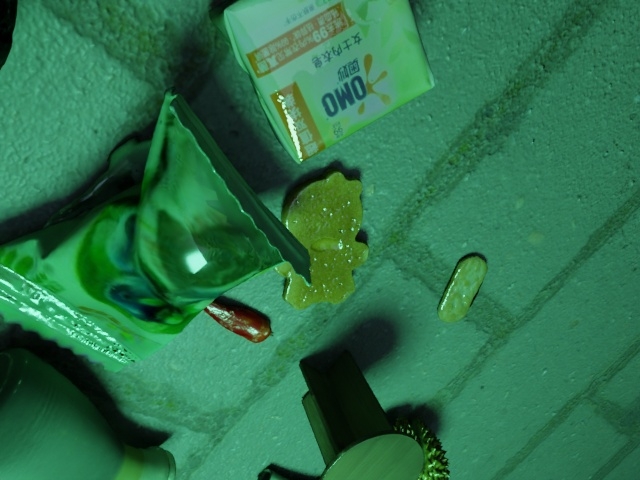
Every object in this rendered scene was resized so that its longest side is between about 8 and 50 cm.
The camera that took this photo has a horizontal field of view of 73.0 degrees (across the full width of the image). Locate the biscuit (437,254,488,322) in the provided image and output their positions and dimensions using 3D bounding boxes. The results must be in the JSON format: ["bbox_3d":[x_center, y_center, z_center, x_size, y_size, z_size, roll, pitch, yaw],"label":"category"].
[{"bbox_3d":[0.269,0.095,0.821,0.071,0.018,0.147,11,112,-21],"label":"biscuit"}]

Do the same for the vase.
[{"bbox_3d":[-0.363,0.305,0.627,0.173,0.173,0.321,-36,127,0],"label":"vase"}]

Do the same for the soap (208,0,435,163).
[{"bbox_3d":[0.003,-0.223,0.507,0.199,0.138,0.182,-31,121,-4],"label":"soap"}]

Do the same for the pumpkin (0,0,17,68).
[{"bbox_3d":[-0.410,-0.218,0.304,0.322,0.241,0.324,-7,114,-16],"label":"pumpkin"}]

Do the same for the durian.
[{"bbox_3d":[0.178,0.497,0.886,0.193,0.137,0.238,-30,136,-47],"label":"durian"}]

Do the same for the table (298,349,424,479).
[{"bbox_3d":[0.042,0.298,0.717,0.166,0.227,0.167,-7,115,-16],"label":"table"}]

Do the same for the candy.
[{"bbox_3d":[-0.231,0.033,0.539,0.397,0.172,0.263,-34,117,13],"label":"candy"}]

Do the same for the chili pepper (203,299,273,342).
[{"bbox_3d":[-0.140,0.120,0.684,0.178,0.027,0.045,38,99,-28],"label":"chili pepper"}]

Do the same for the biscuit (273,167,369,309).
[{"bbox_3d":[0.000,0.000,0.672,0.165,0.036,0.226,-7,114,-17],"label":"biscuit"}]

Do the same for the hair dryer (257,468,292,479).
[{"bbox_3d":[-0.004,0.479,0.892,0.229,0.092,0.267,25,90,-21],"label":"hair dryer"}]
